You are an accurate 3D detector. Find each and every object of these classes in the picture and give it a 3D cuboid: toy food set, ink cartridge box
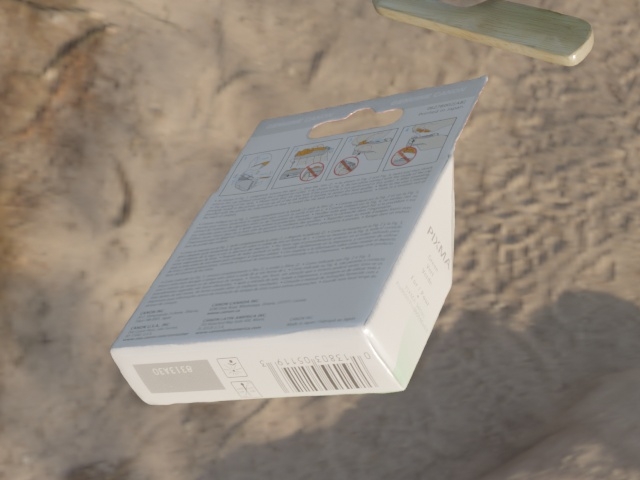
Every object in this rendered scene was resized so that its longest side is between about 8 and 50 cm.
[{"bbox_3d":[0.111,-0.164,0.678,0.132,0.038,0.192,20,61,39],"label":"toy food set"},{"bbox_3d":[0.000,0.000,0.921,0.181,0.225,0.056,-7,125,34],"label":"ink cartridge box"}]
